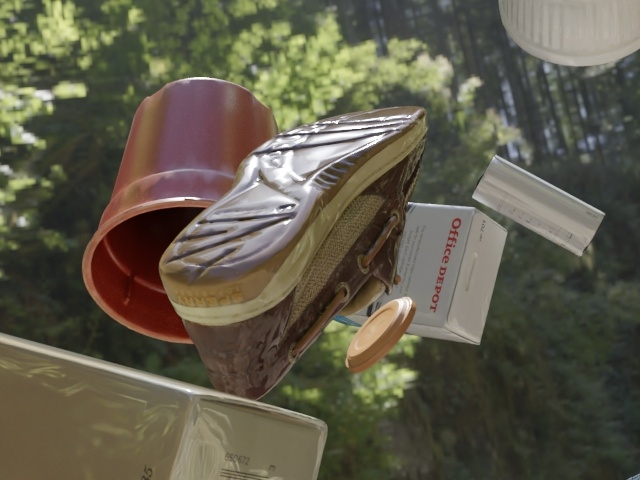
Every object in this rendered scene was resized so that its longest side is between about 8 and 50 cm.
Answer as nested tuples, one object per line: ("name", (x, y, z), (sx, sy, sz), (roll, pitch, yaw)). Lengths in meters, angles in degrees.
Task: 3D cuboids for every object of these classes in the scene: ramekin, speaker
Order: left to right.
("speaker", (0.234, -0.038, 1.275), (0.136, 0.055, 0.055), (29, -13, 9))
("ramekin", (0.315, -0.323, 1.421), (0.207, 0.207, 0.109), (-12, -34, 6))

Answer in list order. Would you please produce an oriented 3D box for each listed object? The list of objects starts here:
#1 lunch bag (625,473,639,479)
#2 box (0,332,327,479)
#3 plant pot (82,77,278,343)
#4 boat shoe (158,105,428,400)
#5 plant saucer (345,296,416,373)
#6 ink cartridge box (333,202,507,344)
("lunch bag", (0.254, 0.231, 0.931), (0.083, 0.071, 0.053), (-43, 3, -5))
("box", (-0.166, 0.130, 0.667), (0.311, 0.148, 0.121), (8, -10, 35))
("plant pot", (-0.156, -0.052, 1.530), (0.272, 0.265, 0.272), (-1, -42, -1))
("boat shoe", (0.000, 0.000, 0.874), (0.123, 0.123, 0.342), (-4, 24, 24))
("plant saucer", (0.051, 0.082, 1.049), (0.013, 0.083, 0.083), (43, -36, -13))
("ink cartridge box", (0.099, 0.033, 1.339), (0.191, 0.139, 0.082), (6, -15, 39))
